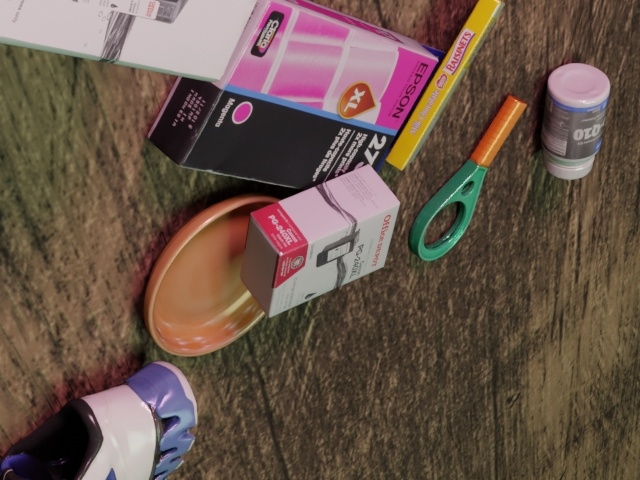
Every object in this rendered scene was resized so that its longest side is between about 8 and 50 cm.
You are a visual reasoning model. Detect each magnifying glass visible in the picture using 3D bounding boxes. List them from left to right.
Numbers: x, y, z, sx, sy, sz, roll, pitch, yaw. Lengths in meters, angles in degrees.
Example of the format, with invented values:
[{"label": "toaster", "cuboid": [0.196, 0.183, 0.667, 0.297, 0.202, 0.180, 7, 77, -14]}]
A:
[{"label": "magnifying glass", "cuboid": [0.183, -0.074, 1.669, 0.092, 0.026, 0.231, 9, 115, -53]}]

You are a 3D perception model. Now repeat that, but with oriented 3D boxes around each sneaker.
[{"label": "sneaker", "cuboid": [-0.256, 0.275, 1.419, 0.182, 0.127, 0.316, -6, 121, -43]}]

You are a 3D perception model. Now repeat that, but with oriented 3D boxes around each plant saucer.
[{"label": "plant saucer", "cuboid": [-0.106, 0.031, 1.417, 0.200, 0.037, 0.200, -32, 144, -27]}]

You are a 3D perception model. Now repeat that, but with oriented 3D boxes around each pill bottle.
[{"label": "pill bottle", "cuboid": [0.318, -0.148, 1.709, 0.078, 0.078, 0.137, -33, 143, -25]}]

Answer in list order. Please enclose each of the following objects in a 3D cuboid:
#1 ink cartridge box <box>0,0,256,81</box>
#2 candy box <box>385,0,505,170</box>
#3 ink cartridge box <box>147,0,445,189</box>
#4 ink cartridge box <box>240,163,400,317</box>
[{"label": "ink cartridge box", "cuboid": [-0.194, -0.214, 0.918, 0.272, 0.197, 0.114, 4, 119, -52]}, {"label": "candy box", "cuboid": [0.136, -0.173, 1.471, 0.206, 0.027, 0.105, -60, 173, 12]}, {"label": "ink cartridge box", "cuboid": [0.004, -0.138, 1.361, 0.371, 0.069, 0.176, 6, 118, -55]}, {"label": "ink cartridge box", "cuboid": [0.000, 0.000, 1.393, 0.150, 0.063, 0.109, -23, 148, -26]}]
